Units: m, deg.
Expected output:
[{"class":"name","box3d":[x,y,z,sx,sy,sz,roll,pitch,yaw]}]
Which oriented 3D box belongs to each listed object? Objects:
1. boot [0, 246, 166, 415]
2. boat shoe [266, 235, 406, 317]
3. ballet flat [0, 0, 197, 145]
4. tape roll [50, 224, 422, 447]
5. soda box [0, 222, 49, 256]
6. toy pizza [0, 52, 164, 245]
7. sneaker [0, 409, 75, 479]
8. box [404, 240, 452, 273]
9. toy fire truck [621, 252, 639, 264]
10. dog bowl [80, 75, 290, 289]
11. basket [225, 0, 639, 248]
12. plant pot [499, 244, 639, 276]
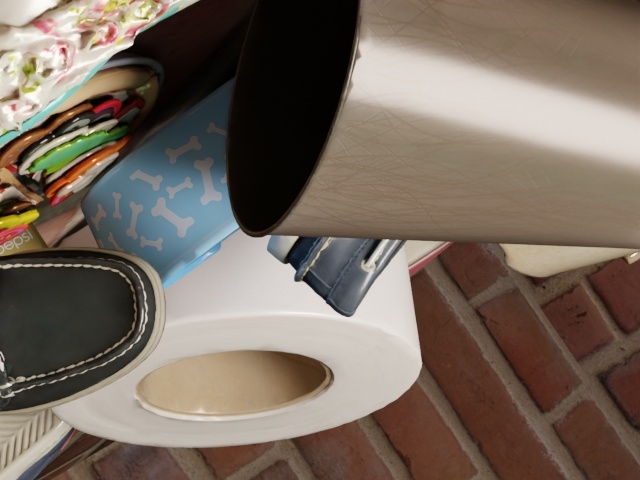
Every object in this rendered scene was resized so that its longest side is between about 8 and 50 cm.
[{"class":"boot","box3d":[-0.207,0.049,0.755,0.236,0.085,0.178,-8,175,9]},{"class":"boat shoe","box3d":[0.078,-0.048,1.004,0.254,0.079,0.095,-39,169,-31]},{"class":"ballet flat","box3d":[-0.077,-0.113,0.546,0.241,0.091,0.077,-36,145,-17]},{"class":"tape roll","box3d":[-0.070,0.067,1.185,0.286,0.100,0.286,-5,156,-2]},{"class":"soda box","box3d":[-0.229,0.048,1.010,0.061,0.058,0.181,-30,173,-36]},{"class":"toy pizza","box3d":[-0.165,-0.032,0.843,0.201,0.032,0.201,-33,174,-4]},{"class":"sneaker","box3d":[-0.354,0.225,1.391,0.350,0.131,0.148,-33,169,-12]},{"class":"box","box3d":[0.000,0.000,1.409,0.127,0.149,0.232,-31,173,-31]},{"class":"toy fire truck","box3d":[0.266,-0.115,1.443,0.217,0.246,0.158,-35,174,15]},{"class":"dog bowl","box3d":[-0.021,-0.071,0.962,0.297,0.074,0.166,-38,-179,-21]},{"class":"basket","box3d":[0.087,-0.069,0.812,0.226,0.154,0.204,7,153,-20]},{"class":"plant pot","box3d":[0.262,-0.124,1.235,0.305,0.334,0.334,-24,180,31]}]
